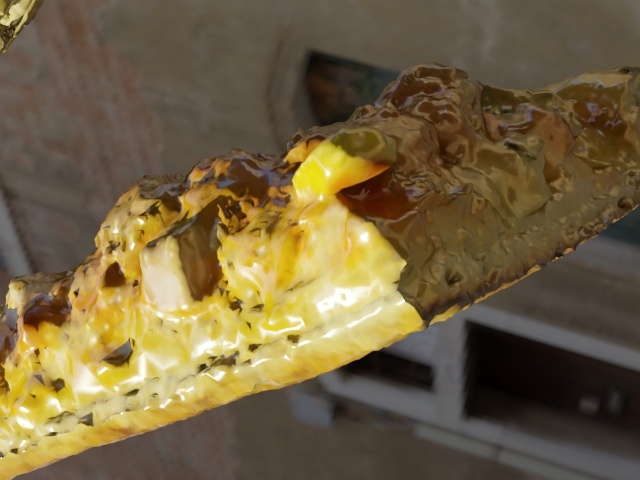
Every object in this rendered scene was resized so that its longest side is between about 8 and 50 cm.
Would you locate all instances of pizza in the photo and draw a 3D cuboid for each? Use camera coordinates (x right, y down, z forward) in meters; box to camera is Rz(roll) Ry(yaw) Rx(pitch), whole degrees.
[{"bbox_3d":[-0.020,0.009,0.711,0.258,0.268,0.087,-19,-94,-60],"label":"pizza"}]

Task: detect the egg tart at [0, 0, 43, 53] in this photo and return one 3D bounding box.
[{"bbox_3d":[-0.345,-0.252,1.349,0.120,0.315,0.315,-40,-35,-79],"label":"egg tart"}]
